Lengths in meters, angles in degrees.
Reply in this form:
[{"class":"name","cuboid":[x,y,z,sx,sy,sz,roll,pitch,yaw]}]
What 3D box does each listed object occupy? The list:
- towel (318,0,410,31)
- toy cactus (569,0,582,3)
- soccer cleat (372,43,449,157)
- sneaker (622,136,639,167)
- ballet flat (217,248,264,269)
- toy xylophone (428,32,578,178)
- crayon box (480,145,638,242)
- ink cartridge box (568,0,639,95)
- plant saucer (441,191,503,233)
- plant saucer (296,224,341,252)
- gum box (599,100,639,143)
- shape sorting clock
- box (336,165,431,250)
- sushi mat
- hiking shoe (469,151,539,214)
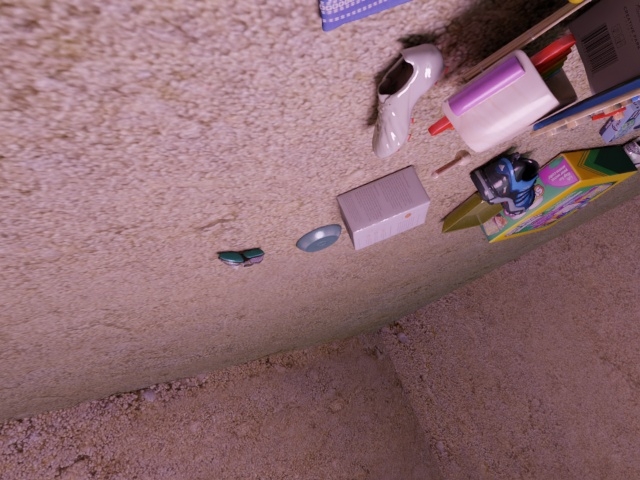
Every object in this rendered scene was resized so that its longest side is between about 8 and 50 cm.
[{"class":"towel","cuboid":[0.109,-0.322,0.367,0.243,0.040,0.336,-21,161,-5]},{"class":"toy cactus","cuboid":[0.254,-0.299,0.440,0.181,0.112,0.219,-36,174,-9]},{"class":"soccer cleat","cuboid":[0.106,-0.195,0.678,0.076,0.068,0.196,-8,150,-25]},{"class":"sneaker","cuboid":[1.032,-0.291,1.461,0.235,0.090,0.094,-19,152,-15]},{"class":"ballet flat","cuboid":[-0.173,0.045,1.029,0.114,0.041,0.041,-7,156,-42]},{"class":"toy xylophone","cuboid":[0.269,-0.191,0.709,0.236,0.081,0.323,-31,177,29]},{"class":"crayon box","cuboid":[0.725,-0.140,1.476,0.313,0.106,0.363,-10,157,-31]},{"class":"ink cartridge box","cuboid":[0.569,-0.329,0.631,0.310,0.129,0.272,-17,178,-17]},{"class":"plant saucer","cuboid":[0.465,-0.095,1.388,0.189,0.045,0.188,-11,158,-32]},{"class":"plant saucer","cuboid":[0.000,0.000,1.145,0.120,0.021,0.119,-20,161,-7]},{"class":"gum box","cuboid":[0.809,-0.327,1.160,0.185,0.041,0.157,-23,161,2]},{"class":"shape sorting clock","cuboid":[0.378,-0.175,0.608,0.206,0.040,0.206,-26,-176,2]},{"class":"box","cuboid":[0.134,-0.065,1.012,0.171,0.090,0.130,-22,161,-1]},{"class":"sushi mat","cuboid":[0.330,-0.303,0.586,0.317,0.019,0.151,-31,-174,33]},{"class":"hiking shoe","cuboid":[0.506,-0.142,1.199,0.132,0.113,0.304,-35,158,34]}]
